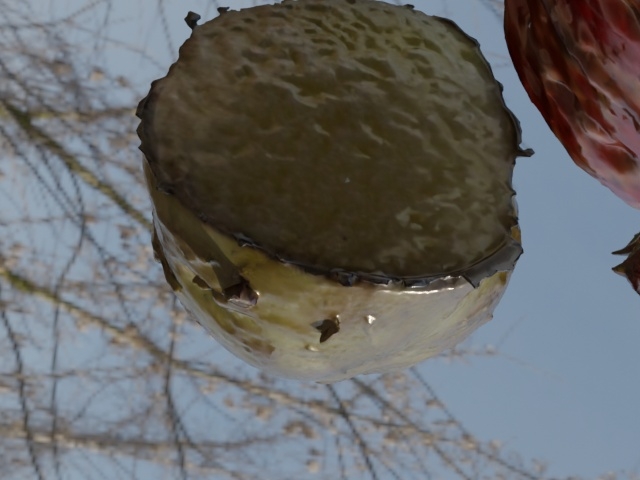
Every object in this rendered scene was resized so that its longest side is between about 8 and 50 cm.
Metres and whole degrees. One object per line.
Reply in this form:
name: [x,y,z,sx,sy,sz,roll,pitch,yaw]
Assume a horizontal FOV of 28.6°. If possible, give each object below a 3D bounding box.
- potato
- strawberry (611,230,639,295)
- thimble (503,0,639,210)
potato: [0.000,0.000,0.906,0.237,0.288,0.301,112,-8,-46]
strawberry: [0.485,0.050,1.218,0.292,0.343,0.292,-51,176,-5]
thimble: [0.234,-0.167,0.468,0.230,0.350,0.350,94,0,-80]
